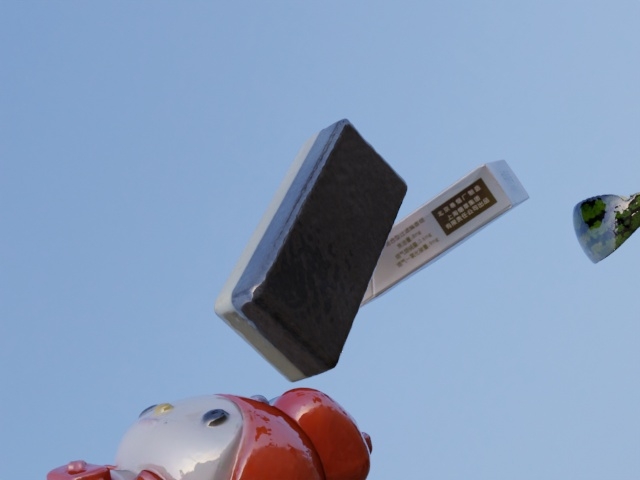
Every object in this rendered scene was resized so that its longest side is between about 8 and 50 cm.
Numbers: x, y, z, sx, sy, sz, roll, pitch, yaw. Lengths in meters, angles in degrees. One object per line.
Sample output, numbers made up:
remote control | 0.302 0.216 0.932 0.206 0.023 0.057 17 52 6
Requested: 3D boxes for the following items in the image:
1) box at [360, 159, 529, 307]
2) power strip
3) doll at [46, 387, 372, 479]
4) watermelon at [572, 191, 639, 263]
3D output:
box | 0.139 -0.009 1.231 0.243 0.067 0.155 -35 -8 19
power strip | 0.000 0.000 0.875 0.105 0.070 0.257 46 -136 -21
doll | -0.067 0.164 0.642 0.290 0.161 0.130 -11 -91 -41
watermelon | 0.347 -0.027 1.198 0.087 0.069 0.163 -47 -3 -17
